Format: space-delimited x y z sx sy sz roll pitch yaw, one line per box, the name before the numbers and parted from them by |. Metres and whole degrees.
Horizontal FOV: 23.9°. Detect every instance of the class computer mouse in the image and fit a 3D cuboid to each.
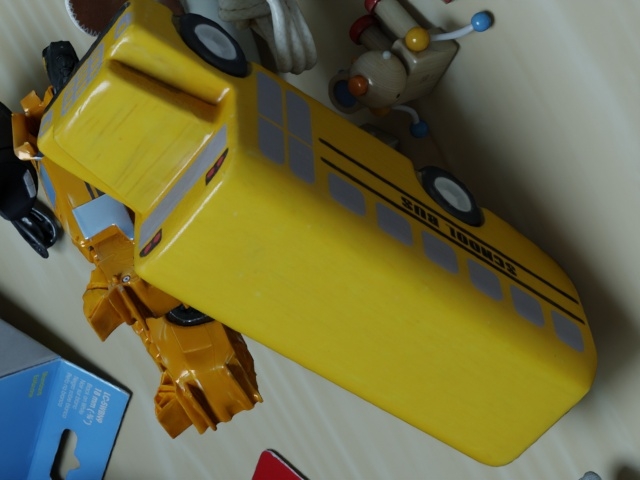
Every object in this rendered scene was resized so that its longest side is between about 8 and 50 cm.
computer mouse | -0.275 -0.092 1.161 0.184 0.060 0.262 46 172 12

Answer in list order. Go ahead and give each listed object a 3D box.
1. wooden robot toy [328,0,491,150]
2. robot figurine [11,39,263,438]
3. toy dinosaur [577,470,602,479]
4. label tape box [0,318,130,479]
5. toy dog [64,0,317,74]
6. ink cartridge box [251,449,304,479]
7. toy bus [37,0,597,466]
wooden robot toy | 0.034 -0.105 0.936 0.076 0.079 0.173 43 132 16
robot figurine | -0.133 -0.012 1.021 0.291 0.085 0.211 57 175 49
toy dinosaur | 0.165 0.304 0.988 0.160 0.121 0.313 16 126 68
label tape box | -0.358 0.154 1.333 0.334 0.106 0.240 30 131 9
toy dog | -0.155 -0.207 0.943 0.333 0.161 0.220 63 168 -9
ink cartridge box | -0.010 0.364 1.178 0.309 0.130 0.272 38 131 21
toy bus | 0.000 0.000 0.881 0.333 0.130 0.108 31 119 -24
